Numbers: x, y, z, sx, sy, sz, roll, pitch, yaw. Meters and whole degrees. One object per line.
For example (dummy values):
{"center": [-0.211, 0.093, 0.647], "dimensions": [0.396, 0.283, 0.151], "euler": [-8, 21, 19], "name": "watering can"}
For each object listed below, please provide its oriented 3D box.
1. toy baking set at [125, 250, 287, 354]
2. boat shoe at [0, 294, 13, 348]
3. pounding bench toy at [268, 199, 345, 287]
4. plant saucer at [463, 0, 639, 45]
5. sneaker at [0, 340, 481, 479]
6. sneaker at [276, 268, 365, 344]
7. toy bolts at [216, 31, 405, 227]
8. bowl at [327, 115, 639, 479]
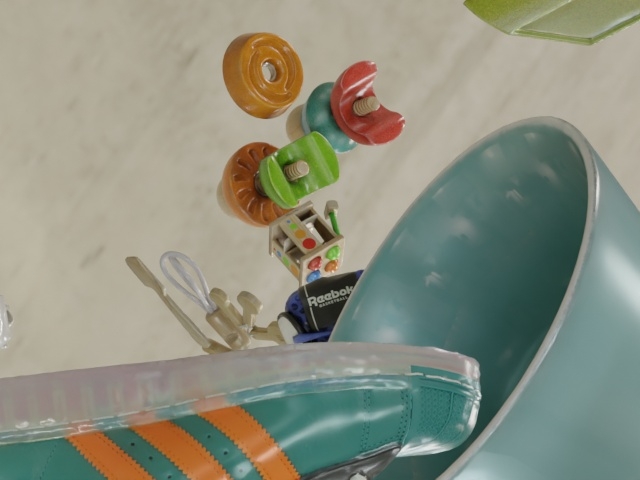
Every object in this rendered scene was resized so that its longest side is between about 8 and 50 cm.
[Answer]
{"center": [-0.096, 0.092, 1.978], "dimensions": [0.030, 0.256, 0.197], "euler": [-50, 145, -26], "name": "toy baking set"}
{"center": [-0.361, 0.093, 1.859], "dimensions": [0.088, 0.096, 0.268], "euler": [15, 74, -34], "name": "boat shoe"}
{"center": [0.000, 0.000, 1.812], "dimensions": [0.083, 0.065, 0.052], "euler": [-31, 151, -23], "name": "pounding bench toy"}
{"center": [0.276, -0.248, 1.834], "dimensions": [0.188, 0.045, 0.188], "euler": [2, 162, -40], "name": "plant saucer"}
{"center": [-0.066, 0.118, 0.833], "dimensions": [0.302, 0.121, 0.108], "euler": [-6, 170, -12], "name": "sneaker"}
{"center": [0.035, 0.129, 1.435], "dimensions": [0.127, 0.182, 0.315], "euler": [-24, -152, 7], "name": "sneaker"}
{"center": [-0.043, -0.141, 2.117], "dimensions": [0.228, 0.218, 0.158], "euler": [-28, -174, -38], "name": "toy bolts"}
{"center": [0.140, 0.088, 1.223], "dimensions": [0.311, 0.163, 0.311], "euler": [-49, -159, 27], "name": "bowl"}
